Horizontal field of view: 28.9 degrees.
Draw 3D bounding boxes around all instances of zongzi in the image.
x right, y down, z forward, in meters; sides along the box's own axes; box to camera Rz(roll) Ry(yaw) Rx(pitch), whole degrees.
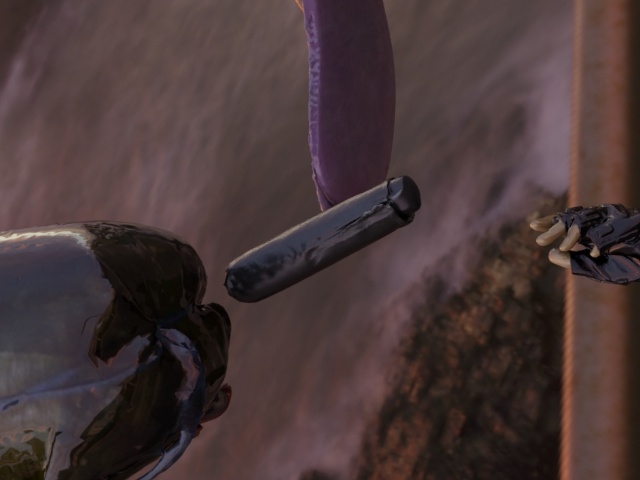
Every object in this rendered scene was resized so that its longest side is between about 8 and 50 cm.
[{"bbox_3d":[-0.228,0.206,0.774,0.403,0.208,0.432,-6,97,17],"label":"zongzi"}]

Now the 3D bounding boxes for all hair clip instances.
[{"bbox_3d":[0.008,-0.174,1.023,0.096,0.358,0.110,-15,27,7],"label":"hair clip"}]

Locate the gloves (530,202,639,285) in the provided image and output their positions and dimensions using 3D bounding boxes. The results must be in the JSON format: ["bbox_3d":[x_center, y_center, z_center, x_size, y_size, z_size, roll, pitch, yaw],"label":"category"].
[{"bbox_3d":[0.420,-0.003,1.885,0.164,0.203,0.124,117,178,-51],"label":"gloves"}]

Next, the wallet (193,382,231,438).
[{"bbox_3d":[-0.194,0.127,1.088,0.142,0.204,0.045,-4,-75,-74],"label":"wallet"}]

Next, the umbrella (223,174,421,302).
[{"bbox_3d":[0.001,-0.001,0.708,0.133,0.031,0.036,-27,34,30],"label":"umbrella"}]
